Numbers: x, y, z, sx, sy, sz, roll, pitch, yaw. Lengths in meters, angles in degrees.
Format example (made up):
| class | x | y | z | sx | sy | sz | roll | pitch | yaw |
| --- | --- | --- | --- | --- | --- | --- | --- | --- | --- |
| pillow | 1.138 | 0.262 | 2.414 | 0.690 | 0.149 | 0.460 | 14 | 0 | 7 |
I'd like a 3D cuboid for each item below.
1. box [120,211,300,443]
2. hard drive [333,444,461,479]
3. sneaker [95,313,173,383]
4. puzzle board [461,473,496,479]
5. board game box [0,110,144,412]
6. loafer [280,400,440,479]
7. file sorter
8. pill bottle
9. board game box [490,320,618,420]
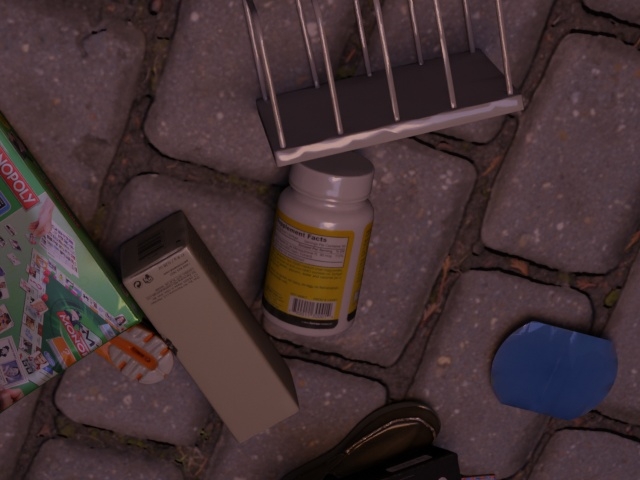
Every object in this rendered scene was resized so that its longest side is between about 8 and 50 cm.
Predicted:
| class | x | y | z | sx | sy | sz | roll | pitch | yaw |
| --- | --- | --- | --- | --- | --- | --- | --- | --- | --- |
| box | -0.135 | 0.108 | 1.802 | 0.094 | 0.113 | 0.275 | -29 | 114 | 5 |
| hard drive | 0.088 | 0.456 | 1.877 | 0.237 | 0.064 | 0.339 | -15 | 103 | -31 |
| sneaker | -0.271 | 0.094 | 1.793 | 0.215 | 0.083 | 0.084 | 41 | 99 | -9 |
| puzzle board | 0.178 | 0.371 | 2.030 | 0.128 | 0.011 | 0.096 | -3 | 115 | -7 |
| board game box | -0.384 | 0.019 | 1.711 | 0.213 | 0.046 | 0.317 | -33 | 100 | 5 |
| loafer | 0.056 | 0.309 | 1.937 | 0.251 | 0.087 | 0.094 | -36 | 115 | 8 |
| file sorter | 0.058 | -0.221 | 1.640 | 0.277 | 0.193 | 0.173 | -14 | 113 | -3 |
| pill bottle | 0.000 | 0.000 | 1.770 | 0.119 | 0.119 | 0.208 | 5 | 113 | -12 |
| board game box | 0.307 | 0.167 | 1.947 | 0.168 | 0.033 | 0.133 | 15 | 116 | -10 |
